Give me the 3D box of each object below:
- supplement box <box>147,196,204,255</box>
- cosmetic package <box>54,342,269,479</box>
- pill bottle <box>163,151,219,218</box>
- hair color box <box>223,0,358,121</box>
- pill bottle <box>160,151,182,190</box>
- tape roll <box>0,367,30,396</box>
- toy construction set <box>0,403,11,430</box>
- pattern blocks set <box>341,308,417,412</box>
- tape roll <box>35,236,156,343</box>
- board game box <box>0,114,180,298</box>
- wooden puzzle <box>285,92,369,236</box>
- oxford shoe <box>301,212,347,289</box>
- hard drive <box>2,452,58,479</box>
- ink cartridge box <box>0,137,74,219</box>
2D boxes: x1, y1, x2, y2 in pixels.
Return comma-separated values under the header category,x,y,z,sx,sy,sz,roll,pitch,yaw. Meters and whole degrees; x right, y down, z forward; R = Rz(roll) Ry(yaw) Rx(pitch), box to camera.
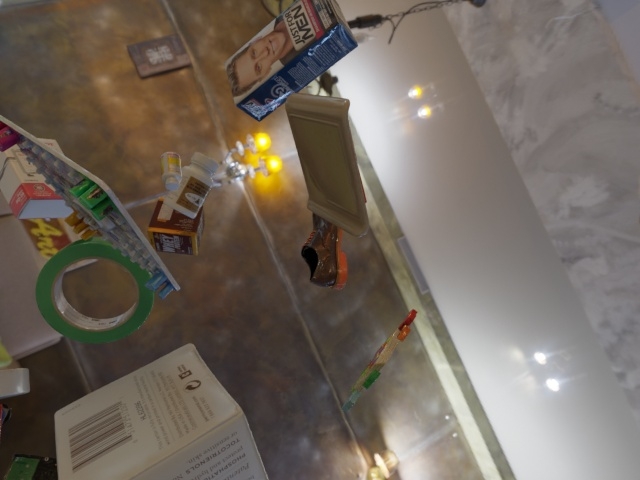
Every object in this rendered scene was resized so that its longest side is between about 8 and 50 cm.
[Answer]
category,x,y,z,sx,sy,sz,roll,pitch,yaw
supplement box,-0.597,-0.059,1.857,0.129,0.192,0.194,104,-9,-49
cosmetic package,-0.320,0.515,0.966,0.329,0.328,0.393,24,-47,54
pill bottle,-0.480,-0.209,1.668,0.131,0.229,0.131,27,-5,2
hair color box,-0.089,-0.498,1.190,0.105,0.347,0.173,23,42,-54
pill bottle,-0.337,-0.156,0.999,0.043,0.044,0.083,111,-30,-61
tape roll,-1.000,0.413,1.169,0.392,0.393,0.071,137,-57,-67
toy construction set,-0.933,0.558,1.142,0.309,0.258,0.237,-17,-108,28
pattern blocks set,0.165,0.332,1.242,0.026,0.325,0.285,38,-69,10
tape roll,-0.669,0.151,1.337,0.077,0.322,0.320,-130,-157,-70
board game box,-0.526,-0.059,0.998,0.390,0.050,0.389,29,-27,23
wooden puzzle,0.015,-0.146,0.818,0.221,0.044,0.238,34,-40,55
oxford shoe,0.000,0.000,1.163,0.096,0.099,0.271,120,-31,-44
hard drive,-0.781,0.786,1.324,0.064,0.339,0.236,117,-18,-56
ink cartridge box,-0.973,-0.217,1.517,0.117,0.207,0.283,-42,-104,26
